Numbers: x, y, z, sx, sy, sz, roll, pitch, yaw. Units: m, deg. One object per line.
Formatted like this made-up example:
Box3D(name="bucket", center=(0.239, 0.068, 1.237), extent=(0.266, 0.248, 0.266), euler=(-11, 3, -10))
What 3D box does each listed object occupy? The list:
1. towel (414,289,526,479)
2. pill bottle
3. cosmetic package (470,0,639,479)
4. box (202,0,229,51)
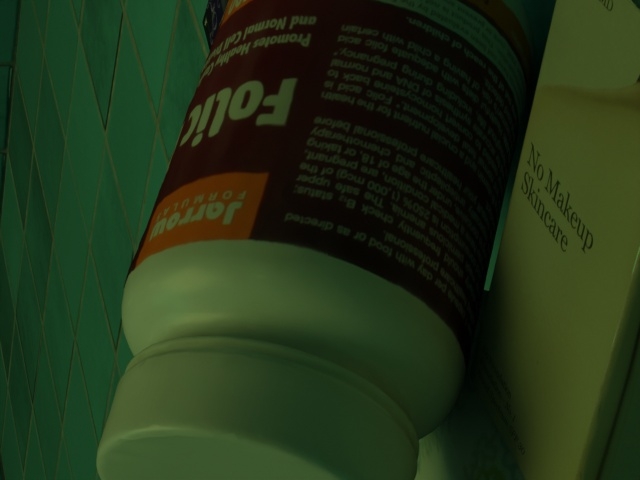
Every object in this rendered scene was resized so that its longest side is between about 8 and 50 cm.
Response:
Box3D(name="towel", center=(0.129, 0.270, 1.159), extent=(0.320, 0.090, 0.374), euler=(-113, 21, -53))
Box3D(name="pill bottle", center=(0.000, 0.000, 1.112), extent=(0.224, 0.224, 0.392), euler=(118, 170, -57))
Box3D(name="cosmetic package", center=(0.186, -0.001, 0.955), extent=(0.160, 0.113, 0.309), euler=(-118, 30, -53))
Box3D(name="box", center=(-0.026, -0.166, 1.577), extent=(0.184, 0.103, 0.261), euler=(108, 152, -53))
